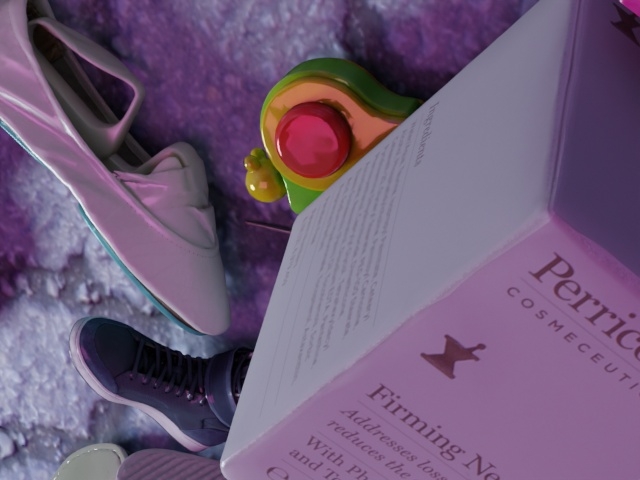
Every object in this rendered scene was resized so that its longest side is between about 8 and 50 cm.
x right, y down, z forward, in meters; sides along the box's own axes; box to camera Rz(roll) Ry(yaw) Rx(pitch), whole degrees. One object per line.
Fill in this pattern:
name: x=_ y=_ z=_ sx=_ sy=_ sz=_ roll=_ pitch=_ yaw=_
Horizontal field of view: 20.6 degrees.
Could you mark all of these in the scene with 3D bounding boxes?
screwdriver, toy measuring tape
screwdriver: x=0.000 y=0.000 z=1.713 sx=0.170 sy=0.024 sz=0.025 roll=9 pitch=148 yaw=31
toy measuring tape: x=0.050 y=-0.137 z=1.562 sx=0.330 sy=0.121 sz=0.121 roll=-33 pitch=97 yaw=27

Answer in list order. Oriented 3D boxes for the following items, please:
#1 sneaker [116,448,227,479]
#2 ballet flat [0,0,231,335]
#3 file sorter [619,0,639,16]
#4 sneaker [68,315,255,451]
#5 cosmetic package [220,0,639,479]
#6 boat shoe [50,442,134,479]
sneaker: x=-0.079 y=0.310 z=1.886 sx=0.282 sy=0.102 sz=0.161 roll=18 pitch=147 yaw=9
ballet flat: x=-0.199 y=-0.083 z=1.715 sx=0.400 sy=0.139 sz=0.139 roll=48 pitch=127 yaw=-2
file sorter: x=0.409 y=-0.184 z=1.284 sx=0.290 sy=0.202 sz=0.182 roll=38 pitch=125 yaw=5
sneaker: x=-0.128 y=0.129 z=1.767 sx=0.163 sy=0.086 sz=0.226 roll=-18 pitch=139 yaw=37
cosmetic package: x=0.184 y=0.068 z=1.413 sx=0.329 sy=0.327 sz=0.393 roll=36 pitch=129 yaw=-16
boat shoe: x=-0.269 y=0.297 z=1.983 sx=0.227 sy=0.068 sz=0.081 roll=-39 pitch=54 yaw=33
